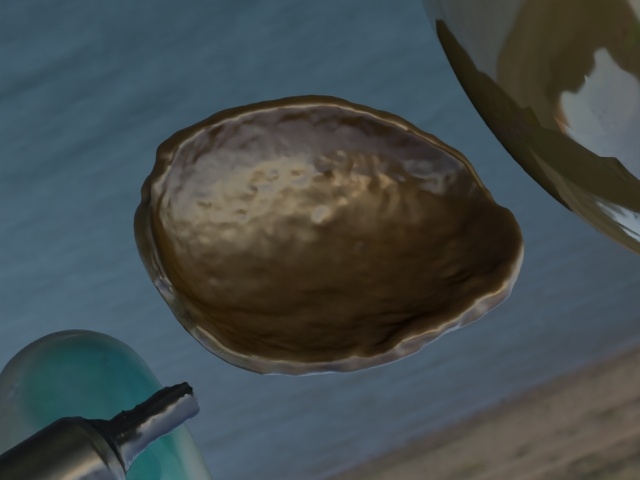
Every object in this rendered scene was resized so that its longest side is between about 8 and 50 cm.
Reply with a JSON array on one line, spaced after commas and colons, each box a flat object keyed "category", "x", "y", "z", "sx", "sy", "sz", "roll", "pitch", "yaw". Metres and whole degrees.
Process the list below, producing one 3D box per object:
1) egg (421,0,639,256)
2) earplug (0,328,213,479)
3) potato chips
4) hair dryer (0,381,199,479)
[{"category": "egg", "x": 0.180, "y": -0.143, "z": 0.542, "sx": 0.301, "sy": 0.301, "sz": 0.374, "roll": -17, "pitch": 150, "yaw": -26}, {"category": "earplug", "x": -0.111, "y": 0.205, "z": 0.948, "sx": 0.185, "sy": 0.324, "sz": 0.185, "roll": -11, "pitch": 161, "yaw": -4}, {"category": "potato chips", "x": 0.000, "y": 0.000, "z": 0.876, "sx": 0.202, "sy": 0.150, "sz": 0.049, "roll": -18, "pitch": 155, "yaw": -37}, {"category": "hair dryer", "x": -0.128, "y": 0.135, "z": 0.591, "sx": 0.248, "sy": 0.195, "sz": 0.078, "roll": -31, "pitch": -167, "yaw": -27}]
